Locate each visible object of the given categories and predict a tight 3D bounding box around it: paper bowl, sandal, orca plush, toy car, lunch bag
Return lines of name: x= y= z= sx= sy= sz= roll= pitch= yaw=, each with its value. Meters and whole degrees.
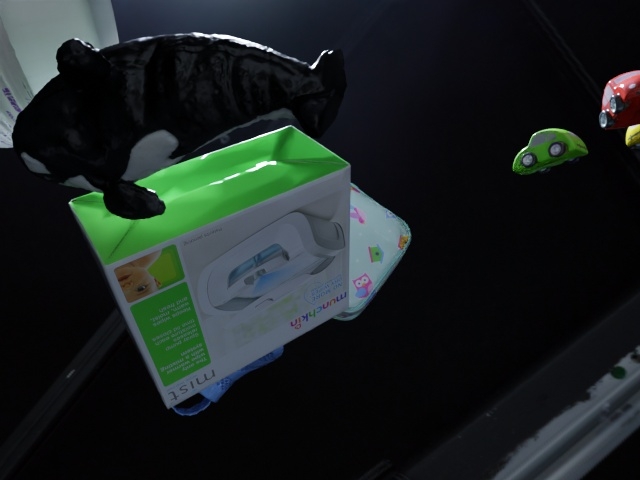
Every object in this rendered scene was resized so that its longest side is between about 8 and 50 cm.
paper bowl: x=-0.307 y=-0.246 z=0.493 sx=0.148 sy=0.284 sz=0.284 roll=-9 pitch=-100 yaw=-10
sandal: x=-0.196 y=0.258 z=0.935 sx=0.126 sy=0.317 sz=0.138 roll=39 pitch=-143 yaw=-28
orca plush: x=-0.132 y=-0.093 z=0.334 sx=0.287 sy=0.102 sz=0.151 roll=10 pitch=-95 yaw=25
toy car: x=0.366 y=-0.148 z=0.638 sx=0.239 sy=0.225 sz=0.053 roll=5 pitch=-107 yaw=-41
lunch bag: x=0.000 y=0.000 z=0.866 sx=0.279 sy=0.108 sz=0.224 roll=35 pitch=-105 yaw=10

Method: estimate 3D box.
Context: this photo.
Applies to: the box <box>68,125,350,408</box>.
box: x=-0.104 y=0.026 z=0.550 sx=0.262 sy=0.231 sz=0.127 roll=-25 pitch=-135 yaw=-26
